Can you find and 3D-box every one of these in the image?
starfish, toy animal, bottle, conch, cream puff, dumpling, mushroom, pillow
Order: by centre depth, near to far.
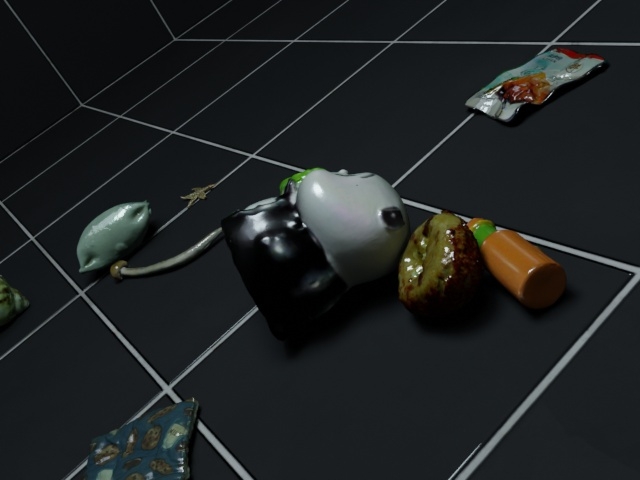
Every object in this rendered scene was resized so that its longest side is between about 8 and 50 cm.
[{"bbox_3d":[0.247,0.019,0.898,0.069,0.069,0.187,-31,30,-1],"label":"bottle"},{"bbox_3d":[0.165,0.036,0.906,0.149,0.084,0.149,-52,26,39],"label":"cream puff"},{"bbox_3d":[-0.256,0.333,0.907,0.188,0.034,0.256,-25,32,10],"label":"pillow"},{"bbox_3d":[-0.004,-0.008,1.008,0.266,0.213,0.212,-32,32,-1],"label":"toy animal"},{"bbox_3d":[-0.301,0.031,1.372,0.306,0.043,0.068,-17,59,18],"label":"mushroom"},{"bbox_3d":[-0.751,0.160,1.487,0.181,0.124,0.187,-18,57,3],"label":"conch"},{"bbox_3d":[-0.453,-0.004,1.503,0.105,0.149,0.217,38,74,16],"label":"dumpling"},{"bbox_3d":[-0.283,-0.112,1.576,0.086,0.016,0.092,-33,29,-7],"label":"starfish"}]

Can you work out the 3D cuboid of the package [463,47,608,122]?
[{"bbox_3d":[0.391,-0.296,1.252,0.232,0.040,0.166,-31,31,-3],"label":"package"}]
